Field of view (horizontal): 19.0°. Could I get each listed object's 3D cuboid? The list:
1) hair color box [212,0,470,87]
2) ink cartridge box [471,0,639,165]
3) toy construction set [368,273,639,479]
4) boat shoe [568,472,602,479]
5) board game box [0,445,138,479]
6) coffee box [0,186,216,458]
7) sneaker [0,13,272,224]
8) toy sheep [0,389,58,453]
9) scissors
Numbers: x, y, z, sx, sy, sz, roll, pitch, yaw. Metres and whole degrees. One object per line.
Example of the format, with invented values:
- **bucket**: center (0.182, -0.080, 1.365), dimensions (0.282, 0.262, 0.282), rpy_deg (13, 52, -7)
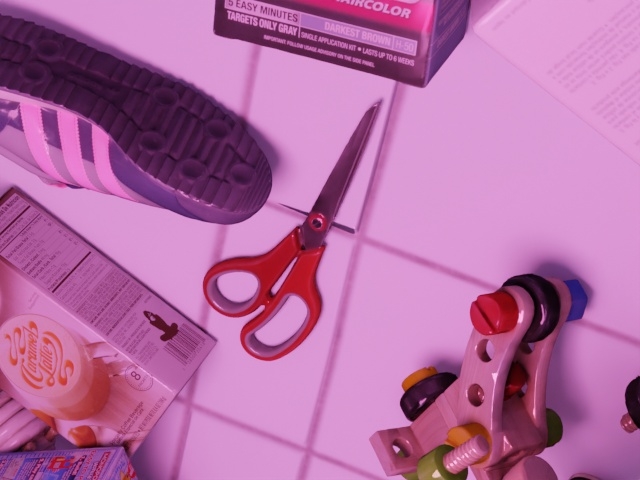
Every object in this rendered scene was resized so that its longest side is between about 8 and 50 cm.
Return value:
- **hair color box**: center (0.033, -0.322, 1.446), dimensions (0.185, 0.113, 0.375), rpy_deg (16, 122, 15)
- **ink cartridge box**: center (0.354, -0.161, 1.438), dimensions (0.385, 0.091, 0.308), rpy_deg (35, 127, -19)
- **toy construction set**: center (0.141, 0.202, 1.600), dimensions (0.257, 0.309, 0.237), rpy_deg (51, 130, 0)
- **boat shoe**: center (0.278, 0.252, 1.711), dimensions (0.133, 0.042, 0.049), rpy_deg (21, 122, 10)
- **board game box**: center (-0.223, 0.266, 1.826), dimensions (0.194, 0.060, 0.194), rpy_deg (43, 140, -22)
- **coffee box**: center (-0.243, 0.086, 1.806), dimensions (0.246, 0.098, 0.141), rpy_deg (37, 127, 0)
- **sneaker**: center (-0.190, -0.086, 1.698), dimensions (0.319, 0.112, 0.131), rpy_deg (28, 142, 10)
- **toy sheep**: center (-0.304, 0.193, 1.903), dimensions (0.091, 0.091, 0.132), rpy_deg (-43, 79, 35)
- **scissors**: center (0.000, 0.000, 1.704), dimensions (0.109, 0.021, 0.297), rpy_deg (44, 124, -2)
